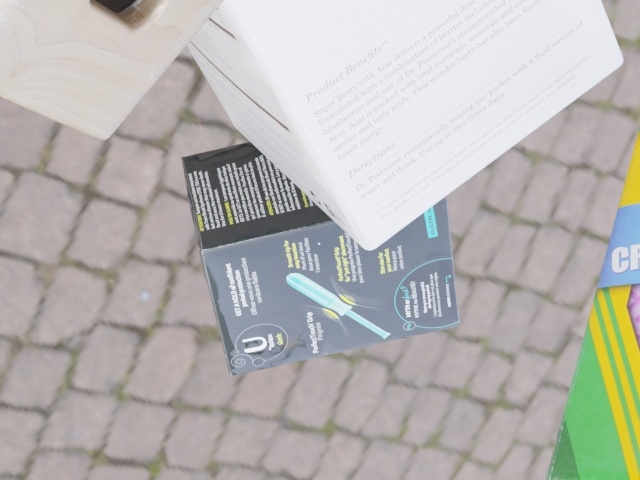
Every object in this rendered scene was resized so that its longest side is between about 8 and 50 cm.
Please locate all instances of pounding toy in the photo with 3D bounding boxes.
[{"bbox_3d":[-0.088,-0.105,0.476,0.100,0.130,0.141,-50,164,5],"label":"pounding toy"}]

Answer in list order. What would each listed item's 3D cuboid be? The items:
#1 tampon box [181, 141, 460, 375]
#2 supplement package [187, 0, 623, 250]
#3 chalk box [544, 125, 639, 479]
[{"bbox_3d":[0.000,0.000,1.096,0.161,0.101,0.120,-12,132,-3],"label":"tampon box"},{"bbox_3d":[-0.003,-0.178,0.824,0.177,0.175,0.293,-36,129,-7],"label":"supplement package"},{"bbox_3d":[0.239,0.017,0.709,0.180,0.179,0.289,47,54,-46],"label":"chalk box"}]
